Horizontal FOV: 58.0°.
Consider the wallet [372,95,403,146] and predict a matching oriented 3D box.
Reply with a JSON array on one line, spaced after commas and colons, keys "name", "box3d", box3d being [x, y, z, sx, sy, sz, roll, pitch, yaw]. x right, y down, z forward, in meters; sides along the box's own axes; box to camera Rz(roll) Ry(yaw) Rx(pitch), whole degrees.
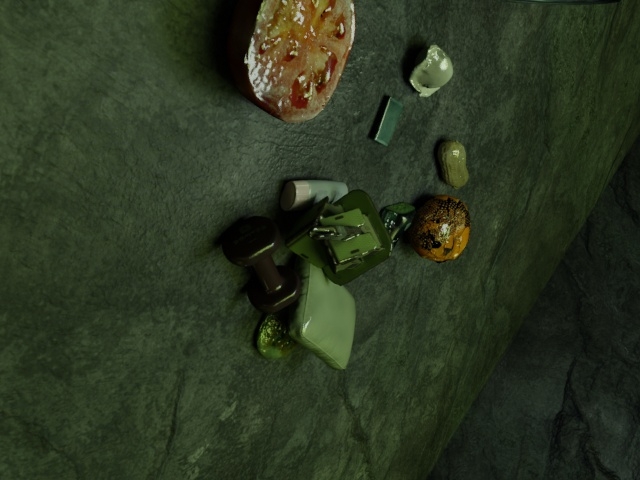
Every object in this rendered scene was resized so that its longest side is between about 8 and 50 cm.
[{"name": "wallet", "box3d": [0.187, -0.334, 1.619, 0.088, 0.026, 0.129, 9, 104, -56]}]

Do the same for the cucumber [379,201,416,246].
[{"name": "cucumber", "box3d": [0.226, -0.037, 1.810, 0.115, 0.086, 0.193, 23, 100, -55]}]

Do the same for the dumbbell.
[{"name": "dumbbell", "box3d": [-0.137, 0.060, 1.386, 0.140, 0.124, 0.225, -30, 135, -12]}]

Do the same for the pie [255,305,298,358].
[{"name": "pie", "box3d": [-0.105, 0.251, 1.616, 0.187, 0.041, 0.186, -28, 131, -38]}]

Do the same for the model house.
[{"name": "model house", "box3d": [0.000, 0.000, 1.384, 0.218, 0.204, 0.279, -36, 163, 31]}]

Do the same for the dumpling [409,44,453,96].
[{"name": "dumpling", "box3d": [0.303, -0.474, 1.617, 0.127, 0.108, 0.188, -36, 157, 7]}]

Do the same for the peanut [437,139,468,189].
[{"name": "peanut", "box3d": [0.442, -0.252, 1.921, 0.214, 0.090, 0.098, 66, 31, -48]}]

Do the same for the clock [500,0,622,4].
[{"name": "clock", "box3d": [0.666, -0.730, 1.656, 0.386, 0.386, 0.076, -16, 117, -44]}]

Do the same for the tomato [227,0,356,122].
[{"name": "tomato", "box3d": [-0.075, -0.410, 1.169, 0.338, 0.144, 0.338, -33, 136, -39]}]

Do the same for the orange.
[{"name": "orange", "box3d": [0.395, -0.041, 1.917, 0.235, 0.182, 0.234, -18, 123, -29]}]

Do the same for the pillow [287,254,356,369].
[{"name": "pillow", "box3d": [0.008, 0.199, 1.609, 0.322, 0.120, 0.255, 52, 39, -51]}]

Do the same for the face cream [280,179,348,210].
[{"name": "face cream", "box3d": [-0.015, -0.118, 1.488, 0.198, 0.057, 0.084, -6, 127, -46]}]
